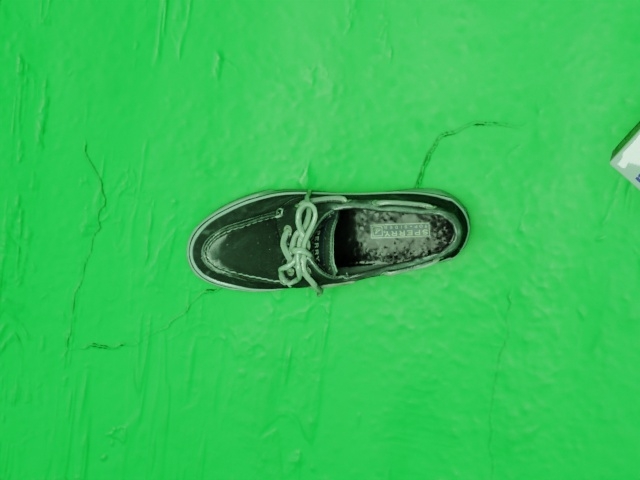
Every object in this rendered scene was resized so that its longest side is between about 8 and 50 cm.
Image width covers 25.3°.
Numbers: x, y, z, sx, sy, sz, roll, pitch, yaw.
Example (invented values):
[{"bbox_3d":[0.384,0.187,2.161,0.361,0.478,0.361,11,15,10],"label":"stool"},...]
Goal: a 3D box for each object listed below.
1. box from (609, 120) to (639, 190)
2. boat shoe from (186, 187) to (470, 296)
[{"bbox_3d":[0.452,-0.103,1.356,0.231,0.127,0.262,43,114,4],"label":"box"},{"bbox_3d":[0.001,0.004,1.487,0.306,0.105,0.113,0,97,11],"label":"boat shoe"}]
